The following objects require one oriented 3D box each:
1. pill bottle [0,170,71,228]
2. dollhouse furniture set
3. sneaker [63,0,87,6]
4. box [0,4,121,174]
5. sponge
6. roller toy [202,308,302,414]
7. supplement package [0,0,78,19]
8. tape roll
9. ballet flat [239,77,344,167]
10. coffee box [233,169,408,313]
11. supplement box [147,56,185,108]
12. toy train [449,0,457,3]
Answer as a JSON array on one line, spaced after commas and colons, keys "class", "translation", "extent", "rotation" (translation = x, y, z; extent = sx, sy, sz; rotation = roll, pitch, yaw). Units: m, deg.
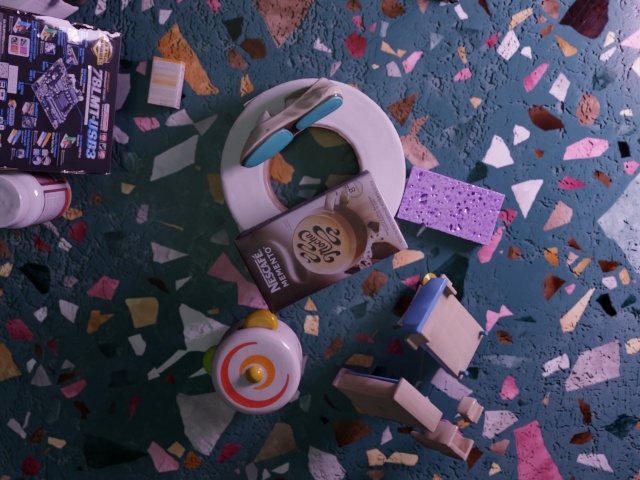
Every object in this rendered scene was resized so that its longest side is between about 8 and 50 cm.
[{"class": "pill bottle", "translation": [-0.603, -0.087, 1.299], "extent": [0.121, 0.221, 0.121], "rotation": [0, 98, 1]}, {"class": "dollhouse furniture set", "translation": [0.231, 0.263, 1.418], "extent": [0.286, 0.198, 0.303], "rotation": [44, 65, -26]}, {"class": "sneaker", "translation": [-0.485, -0.583, 1.259], "extent": [0.100, 0.108, 0.271], "rotation": [-15, 81, 13]}, {"class": "box", "translation": [-0.537, -0.279, 1.225], "extent": [0.073, 0.293, 0.295], "rotation": [18, 105, 40]}, {"class": "sponge", "translation": [0.280, -0.074, 1.384], "extent": [0.210, 0.031, 0.117], "rotation": [17, 98, -1]}, {"class": "roller toy", "translation": [-0.133, 0.266, 1.381], "extent": [0.209, 0.146, 0.191], "rotation": [-43, 96, 6]}, {"class": "supplement package", "translation": [-0.674, -0.468, 1.268], "extent": [0.293, 0.177, 0.175], "rotation": [-32, 97, 6]}, {"class": "tape roll", "translation": [-0.017, -0.144, 1.359], "extent": [0.393, 0.072, 0.391], "rotation": [0, 98, 2]}, {"class": "ballet flat", "translation": [-0.069, -0.240, 1.279], "extent": [0.249, 0.086, 0.086], "rotation": [-33, 96, 4]}, {"class": "coffee box", "translation": [0.000, 0.000, 1.283], "extent": [0.297, 0.119, 0.168], "rotation": [-27, 98, 4]}, {"class": "supplement box", "translation": [-0.324, -0.331, 1.353], "extent": [0.062, 0.036, 0.098], "rotation": [11, 98, -1]}, {"class": "toy train", "translation": [0.211, -0.525, 1.323], "extent": [0.159, 0.027, 0.036], "rotation": [14, 95, -2]}]
